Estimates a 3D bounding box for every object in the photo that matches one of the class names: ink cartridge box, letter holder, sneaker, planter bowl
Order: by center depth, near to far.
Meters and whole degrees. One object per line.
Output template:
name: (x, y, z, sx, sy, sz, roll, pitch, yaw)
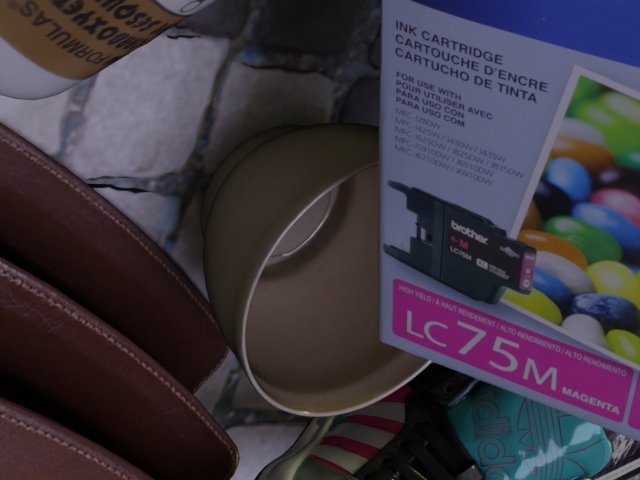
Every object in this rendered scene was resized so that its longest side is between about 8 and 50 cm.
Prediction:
ink cartridge box: (0.116, -0.042, 0.548, 0.065, 0.186, 0.311, -53, 154, -39)
letter holder: (-0.148, 0.088, 0.649, 0.214, 0.152, 0.302, -48, 137, -3)
planter bowl: (0.000, 0.000, 0.731, 0.162, 0.109, 0.162, -21, 131, -26)
sneaker: (0.074, 0.138, 0.754, 0.178, 0.295, 0.124, -27, 98, 18)

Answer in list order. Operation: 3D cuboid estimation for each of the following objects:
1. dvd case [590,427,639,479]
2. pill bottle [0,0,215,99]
dvd case: (0.260, 0.111, 1.059, 0.164, 0.018, 0.221, -8, 124, -50)
pill bottle: (-0.104, -0.128, 0.498, 0.229, 0.131, 0.131, -28, 139, 16)
